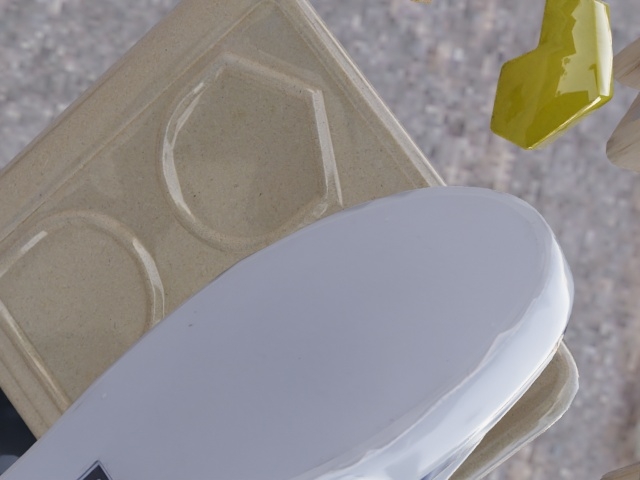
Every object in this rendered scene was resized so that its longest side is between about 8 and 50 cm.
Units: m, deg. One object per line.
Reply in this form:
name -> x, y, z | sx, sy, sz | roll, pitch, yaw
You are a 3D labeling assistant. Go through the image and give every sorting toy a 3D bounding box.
sorting toy -> 0.000, 0.000, 0.760 | 0.307, 0.229, 0.041 | -40, 166, 21

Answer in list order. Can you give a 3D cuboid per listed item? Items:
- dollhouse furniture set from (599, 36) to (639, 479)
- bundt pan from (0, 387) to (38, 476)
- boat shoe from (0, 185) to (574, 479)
dollhouse furniture set -> 0.395, 0.052, 1.158 | 0.394, 0.256, 0.362 | 17, 64, -23
bundt pan -> -0.214, 0.182, 0.867 | 0.330, 0.124, 0.331 | 7, 71, -21
boat shoe -> -0.031, 0.092, 0.557 | 0.267, 0.096, 0.088 | -41, 133, -2
